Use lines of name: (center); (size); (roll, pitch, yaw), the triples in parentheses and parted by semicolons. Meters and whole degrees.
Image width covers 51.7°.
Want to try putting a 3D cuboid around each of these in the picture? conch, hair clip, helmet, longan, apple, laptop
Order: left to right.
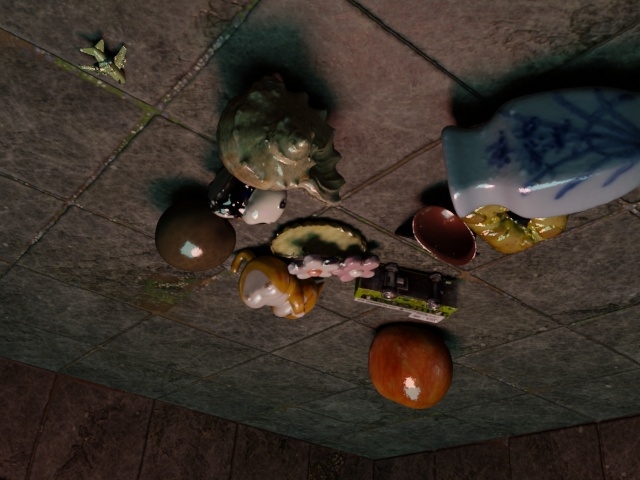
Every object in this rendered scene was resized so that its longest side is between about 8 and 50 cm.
longan: (-0.319, -0.013, 1.676); (0.198, 0.198, 0.212); (-15, 159, 30)
conch: (-0.073, -0.194, 1.325); (0.297, 0.352, 0.210); (35, 95, -25)
hair clip: (0.037, 0.068, 1.799); (0.257, 0.075, 0.146); (9, 146, -15)
apple: (0.309, 0.446, 2.271); (0.301, 0.301, 0.301); (4, 150, 2)
laptop: (0.300, 0.010, 1.708); (0.197, 0.016, 0.135); (13, -177, -12)
helmet: (0.320, -0.034, 1.590); (0.175, 0.106, 0.155); (48, 142, -2)

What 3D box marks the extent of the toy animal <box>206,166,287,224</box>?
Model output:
toy animal: (-0.165, -0.099, 1.529); (0.179, 0.166, 0.138); (20, 115, -23)

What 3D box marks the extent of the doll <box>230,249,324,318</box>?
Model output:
doll: (-0.119, 0.140, 1.924); (0.167, 0.162, 0.269); (-24, 138, 29)

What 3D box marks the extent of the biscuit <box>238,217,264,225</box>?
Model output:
biscuit: (-0.171, -0.070, 1.715); (0.083, 0.018, 0.081); (14, 149, -12)

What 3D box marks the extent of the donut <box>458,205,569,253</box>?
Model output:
donut: (0.433, -0.082, 1.480); (0.208, 0.128, 0.261); (-27, 137, 31)

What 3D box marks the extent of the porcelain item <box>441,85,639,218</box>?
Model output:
porcelain item: (0.443, -0.168, 1.240); (0.405, 0.242, 0.178); (-10, 165, 20)

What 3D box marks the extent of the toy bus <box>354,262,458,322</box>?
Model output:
toy bus: (0.246, 0.151, 1.942); (0.302, 0.113, 0.139); (14, 149, -9)

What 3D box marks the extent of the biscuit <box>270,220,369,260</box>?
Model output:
biscuit: (0.000, 0.000, 1.789); (0.273, 0.036, 0.187); (6, 150, -1)

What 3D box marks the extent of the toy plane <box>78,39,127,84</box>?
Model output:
toy plane: (-0.410, -0.340, 1.274); (0.102, 0.040, 0.111); (-16, 143, 14)
